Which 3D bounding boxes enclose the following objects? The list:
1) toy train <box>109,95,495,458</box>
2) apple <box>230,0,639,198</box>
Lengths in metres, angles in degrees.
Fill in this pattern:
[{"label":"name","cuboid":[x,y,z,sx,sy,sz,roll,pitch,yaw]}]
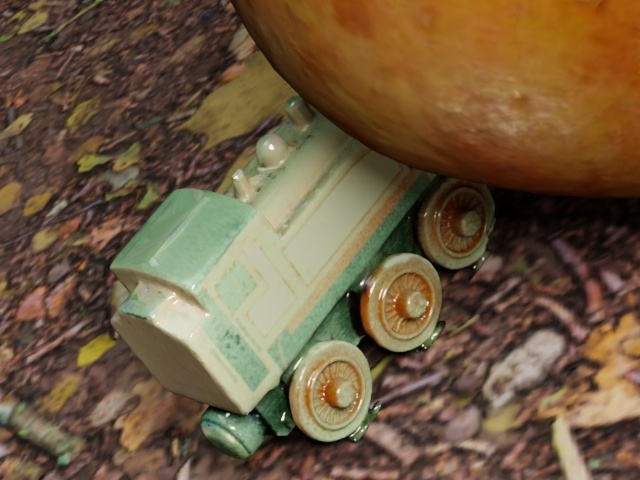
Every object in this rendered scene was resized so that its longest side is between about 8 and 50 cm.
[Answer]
[{"label":"toy train","cuboid":[0.000,0.000,0.861,0.081,0.125,0.194,11,56,48]},{"label":"apple","cuboid":[0.129,-0.216,0.753,0.400,0.333,0.400,0,43,0]}]
